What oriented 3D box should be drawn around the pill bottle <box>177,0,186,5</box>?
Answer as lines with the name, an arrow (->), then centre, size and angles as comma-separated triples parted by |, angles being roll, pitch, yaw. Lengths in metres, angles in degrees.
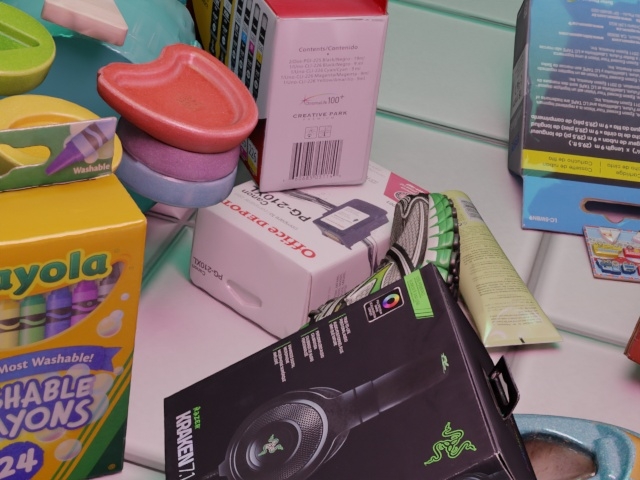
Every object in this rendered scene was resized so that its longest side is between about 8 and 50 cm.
pill bottle -> -0.254, -0.340, 2.019 | 0.264, 0.146, 0.146 | -7, 35, -26

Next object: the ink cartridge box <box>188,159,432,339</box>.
ink cartridge box -> 0.000, 0.000, 1.584 | 0.172, 0.100, 0.237 | 30, 37, 31

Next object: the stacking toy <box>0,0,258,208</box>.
stacking toy -> -0.236, -0.109, 1.374 | 0.309, 0.130, 0.279 | -17, 50, -45

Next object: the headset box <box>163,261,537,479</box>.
headset box -> 0.032, 0.180, 1.148 | 0.283, 0.131, 0.246 | -27, 33, 10

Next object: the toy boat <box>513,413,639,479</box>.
toy boat -> 0.223, 0.243, 1.170 | 0.267, 0.148, 0.318 | 6, 31, -6

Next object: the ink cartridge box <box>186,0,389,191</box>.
ink cartridge box -> -0.046, -0.249, 1.622 | 0.130, 0.272, 0.309 | -6, 33, -21

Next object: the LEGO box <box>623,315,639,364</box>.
LEGO box -> 0.594, 0.022, 1.587 | 0.372, 0.193, 0.500 | 26, 35, 14

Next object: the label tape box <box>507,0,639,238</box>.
label tape box -> 0.366, -0.145, 1.869 | 0.240, 0.106, 0.334 | 7, 73, -4

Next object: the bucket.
bucket -> -0.268, -0.156, 1.611 | 0.281, 0.281, 0.183 | 7, 33, -4

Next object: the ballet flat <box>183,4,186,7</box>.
ballet flat -> -0.238, -0.217, 1.887 | 0.124, 0.116, 0.342 | 0, 31, 22

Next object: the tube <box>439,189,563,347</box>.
tube -> 0.179, 0.037, 1.622 | 0.070, 0.062, 0.240 | -35, 42, 8

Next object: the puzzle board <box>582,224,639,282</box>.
puzzle board -> 0.380, 0.017, 1.733 | 0.128, 0.011, 0.096 | 7, 39, -5

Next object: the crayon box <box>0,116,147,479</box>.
crayon box -> -0.257, 0.068, 1.194 | 0.203, 0.323, 0.083 | -10, 37, -27

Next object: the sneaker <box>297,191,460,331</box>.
sneaker -> 0.053, 0.074, 1.405 | 0.146, 0.134, 0.344 | 11, 46, 11
